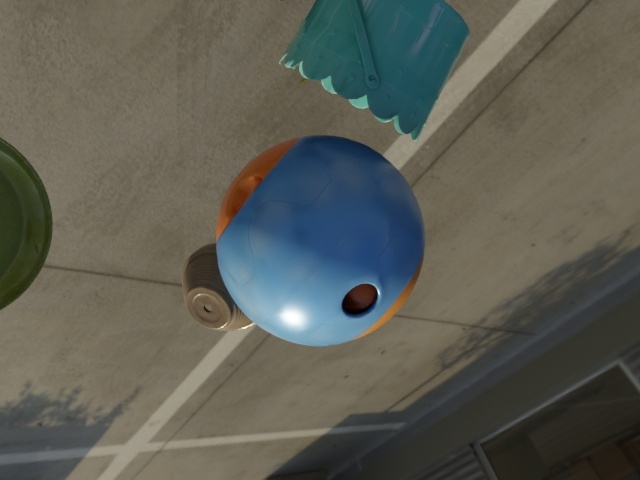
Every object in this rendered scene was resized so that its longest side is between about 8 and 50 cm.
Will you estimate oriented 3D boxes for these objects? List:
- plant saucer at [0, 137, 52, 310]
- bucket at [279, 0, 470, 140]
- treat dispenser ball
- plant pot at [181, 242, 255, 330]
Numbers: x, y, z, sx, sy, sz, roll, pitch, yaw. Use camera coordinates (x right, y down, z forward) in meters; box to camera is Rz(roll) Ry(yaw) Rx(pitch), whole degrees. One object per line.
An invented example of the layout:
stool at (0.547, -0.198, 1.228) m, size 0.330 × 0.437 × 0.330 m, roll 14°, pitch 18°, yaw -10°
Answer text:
plant saucer at (-0.443, -0.020, 0.573) m, size 0.037 × 0.241 × 0.241 m, roll 1°, pitch 151°, yaw 24°
bucket at (0.089, -0.307, 0.777) m, size 0.281 × 0.281 × 0.183 m, roll 16°, pitch 109°, yaw -41°
treat dispenser ball at (0.000, 0.000, 0.667) m, size 0.287 × 0.288 × 0.288 m, roll -15°, pitch 143°, yaw -12°
plant pot at (-0.249, 0.135, 1.160) m, size 0.237 × 0.110 × 0.238 m, roll 8°, pitch 117°, yaw 16°
